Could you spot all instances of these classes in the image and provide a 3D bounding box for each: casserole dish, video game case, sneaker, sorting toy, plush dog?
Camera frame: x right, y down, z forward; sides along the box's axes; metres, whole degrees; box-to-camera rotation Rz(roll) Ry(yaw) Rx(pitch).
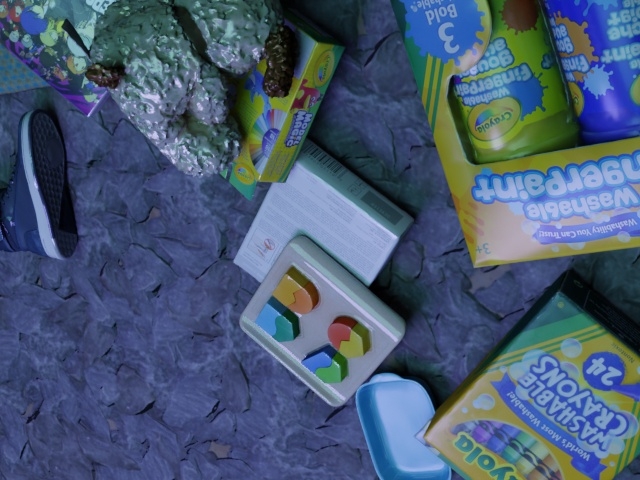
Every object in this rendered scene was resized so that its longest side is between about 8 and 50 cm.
[{"bbox_3d":[0.117,0.258,1.594,0.114,0.037,0.188,-9,105,29],"label":"casserole dish"},{"bbox_3d":[-0.330,-0.314,1.541,0.232,0.042,0.210,41,113,-4],"label":"video game case"},{"bbox_3d":[-0.450,-0.082,1.703,0.163,0.086,0.226,6,114,21],"label":"sneaker"},{"bbox_3d":[-0.006,0.116,1.571,0.193,0.038,0.208,40,135,5],"label":"sorting toy"},{"bbox_3d":[-0.149,-0.236,1.379,0.225,0.210,0.262,-35,77,7],"label":"plush dog"}]

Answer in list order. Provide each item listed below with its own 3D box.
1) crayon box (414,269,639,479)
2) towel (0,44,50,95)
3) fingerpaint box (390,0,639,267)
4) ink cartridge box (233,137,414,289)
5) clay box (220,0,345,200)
[{"bbox_3d":[0.275,0.222,1.452,0.203,0.083,0.323,39,118,3],"label":"crayon box"},{"bbox_3d":[-0.484,-0.333,1.648,0.370,0.040,0.271,-5,109,26],"label":"towel"},{"bbox_3d":[0.321,-0.188,1.198,0.445,0.163,0.371,-8,107,38],"label":"fingerpaint box"},{"bbox_3d":[0.000,0.000,1.548,0.181,0.056,0.224,37,136,8],"label":"ink cartridge box"},{"bbox_3d":[-0.065,-0.172,1.456,0.127,0.053,0.222,44,120,36],"label":"clay box"}]
